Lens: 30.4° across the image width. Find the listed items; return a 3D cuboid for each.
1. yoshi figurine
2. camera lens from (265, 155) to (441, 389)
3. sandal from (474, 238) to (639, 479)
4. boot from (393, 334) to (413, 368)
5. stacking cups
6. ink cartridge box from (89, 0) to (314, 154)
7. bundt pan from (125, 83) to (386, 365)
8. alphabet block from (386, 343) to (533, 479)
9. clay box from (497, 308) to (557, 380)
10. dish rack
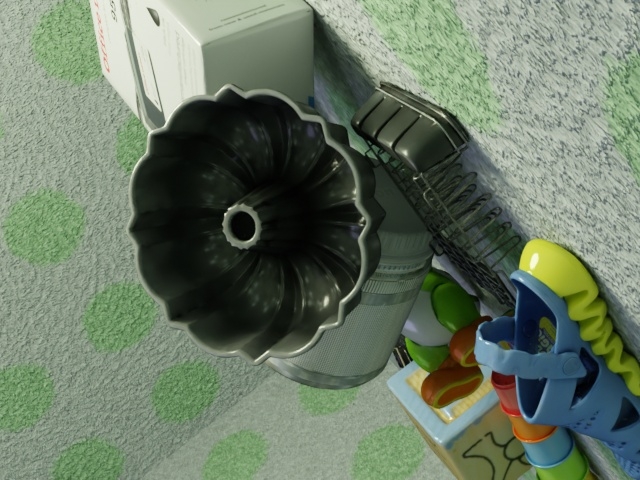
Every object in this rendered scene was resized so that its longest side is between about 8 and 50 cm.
[{"bbox_3d":[0.108,0.066,1.760,0.362,0.203,0.203,56,179,30],"label":"yoshi figurine"},{"bbox_3d":[0.025,0.047,1.595,0.219,0.274,0.219,16,-149,-10],"label":"camera lens"},{"bbox_3d":[0.264,0.148,1.252,0.317,0.138,0.126,52,174,-23],"label":"sandal"},{"bbox_3d":[0.179,0.191,2.395,0.260,0.131,0.348,53,175,-9],"label":"boot"},{"bbox_3d":[0.362,0.307,1.888,0.316,0.096,0.096,61,171,-32],"label":"stacking cups"},{"bbox_3d":[-0.174,-0.272,1.635,0.395,0.166,0.286,49,152,39],"label":"ink cartridge box"},{"bbox_3d":[-0.066,-0.025,1.420,0.331,0.331,0.124,51,-155,10],"label":"bundt pan"},{"bbox_3d":[0.263,0.291,2.003,0.197,0.192,0.193,57,175,-38],"label":"alphabet block"},{"bbox_3d":[0.290,0.153,1.530,0.127,0.053,0.222,53,175,0],"label":"clay box"},{"bbox_3d":[0.147,-0.045,1.352,0.271,0.074,0.208,53,177,-26],"label":"dish rack"}]
